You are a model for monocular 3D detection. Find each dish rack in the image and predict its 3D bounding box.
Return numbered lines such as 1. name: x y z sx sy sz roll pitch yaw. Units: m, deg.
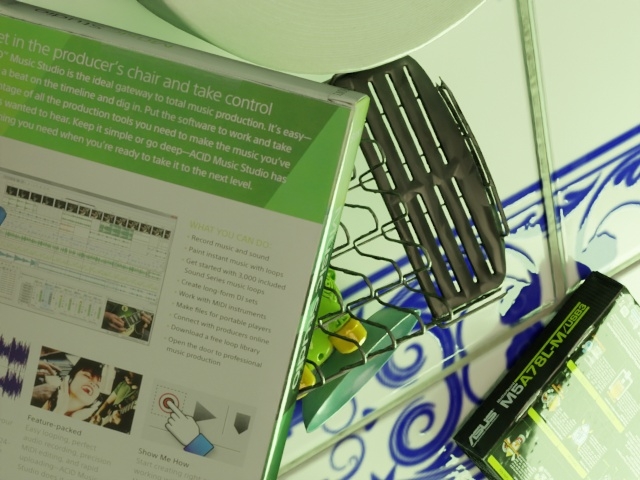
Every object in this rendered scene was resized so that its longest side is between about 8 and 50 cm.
1. dish rack: 0.000 0.000 1.196 0.271 0.074 0.208 -26 98 -19

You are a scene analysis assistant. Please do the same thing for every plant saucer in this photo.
1. plant saucer: 0.024 0.087 1.316 0.119 0.021 0.119 -45 170 -11

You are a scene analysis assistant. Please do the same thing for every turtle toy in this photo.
1. turtle toy: -0.039 0.062 1.256 0.130 0.066 0.095 -41 102 -17

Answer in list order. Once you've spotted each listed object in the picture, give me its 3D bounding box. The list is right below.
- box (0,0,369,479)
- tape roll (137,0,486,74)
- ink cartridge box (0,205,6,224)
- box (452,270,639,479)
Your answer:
1. box: -0.120 0.039 1.092 0.058 0.232 0.322 -51 156 -73
2. tape roll: 0.014 -0.295 1.134 0.392 0.072 0.392 -16 118 -32
3. ink cartridge box: -0.366 0.072 0.881 0.395 0.151 0.270 -60 143 -13
4. box: 0.218 0.148 1.515 0.184 0.045 0.191 -49 132 -7
